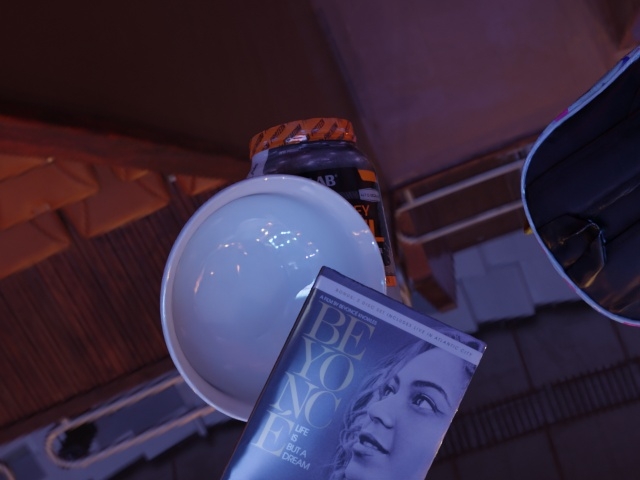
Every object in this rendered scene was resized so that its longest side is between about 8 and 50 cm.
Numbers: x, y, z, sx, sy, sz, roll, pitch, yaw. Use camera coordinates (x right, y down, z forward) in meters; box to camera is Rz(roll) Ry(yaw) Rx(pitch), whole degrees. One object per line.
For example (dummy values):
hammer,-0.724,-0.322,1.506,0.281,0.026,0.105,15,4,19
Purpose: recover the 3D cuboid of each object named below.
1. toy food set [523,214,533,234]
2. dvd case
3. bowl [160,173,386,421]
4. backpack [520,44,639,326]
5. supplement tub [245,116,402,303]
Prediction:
toy food set,0.354,-0.066,1.413,0.128,0.071,0.218,-5,-158,16
dvd case,0.028,0.156,0.878,0.221,0.165,0.018,-64,-176,-5
bowl,-0.076,0.066,1.221,0.298,0.297,0.134,-34,-161,-22
backpack,0.312,-0.055,0.855,0.253,0.225,0.191,-40,168,24
supplement tub,0.000,0.000,1.488,0.207,0.337,0.207,-11,172,-2
